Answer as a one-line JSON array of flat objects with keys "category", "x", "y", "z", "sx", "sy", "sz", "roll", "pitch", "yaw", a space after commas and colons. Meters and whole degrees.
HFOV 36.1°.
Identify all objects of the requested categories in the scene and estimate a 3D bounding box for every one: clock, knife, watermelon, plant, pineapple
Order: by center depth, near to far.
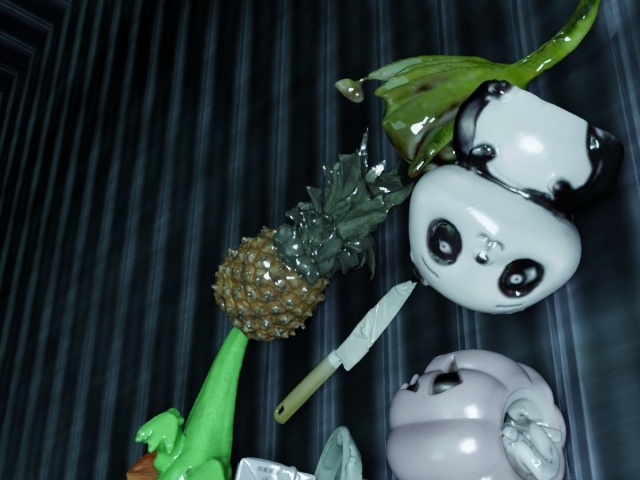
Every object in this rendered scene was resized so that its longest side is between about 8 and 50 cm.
[{"category": "clock", "x": 0.016, "y": 0.337, "z": 1.141, "sx": 0.236, "sy": 0.053, "sz": 0.237, "roll": -163, "pitch": 90, "yaw": -85}, {"category": "plant", "x": 0.200, "y": -0.198, "z": 1.147, "sx": 0.333, "sy": 0.180, "sz": 0.251, "roll": -43, "pitch": 50, "yaw": 28}, {"category": "knife", "x": 0.033, "y": 0.153, "z": 1.308, "sx": 0.298, "sy": 0.017, "sz": 0.047, "roll": -48, "pitch": 38, "yaw": 21}, {"category": "pineapple", "x": 0.002, "y": 0.003, "z": 1.315, "sx": 0.364, "sy": 0.165, "sz": 0.166, "roll": -41, "pitch": 41, "yaw": 37}, {"category": "watermelon", "x": -0.262, "y": 0.371, "z": 1.541, "sx": 0.125, "sy": 0.094, "sz": 0.135, "roll": -62, "pitch": 27, "yaw": 24}]

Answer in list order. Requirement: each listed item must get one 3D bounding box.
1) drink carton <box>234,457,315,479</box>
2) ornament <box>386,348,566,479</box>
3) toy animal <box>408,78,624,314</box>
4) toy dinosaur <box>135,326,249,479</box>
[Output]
[{"category": "drink carton", "x": -0.081, "y": 0.384, "z": 1.202, "sx": 0.134, "sy": 0.101, "sz": 0.222, "roll": 104, "pitch": 179, "yaw": -74}, {"category": "ornament", "x": 0.157, "y": 0.194, "z": 0.953, "sx": 0.177, "sy": 0.177, "sz": 0.178, "roll": -34, "pitch": 45, "yaw": 42}, {"category": "toy animal", "x": 0.196, "y": -0.037, "z": 1.035, "sx": 0.235, "sy": 0.187, "sz": 0.165, "roll": -62, "pitch": -9, "yaw": 1}, {"category": "toy dinosaur", "x": -0.162, "y": 0.345, "z": 1.449, "sx": 0.500, "sy": 0.143, "sz": 0.375, "roll": -59, "pitch": -16, "yaw": -47}]
